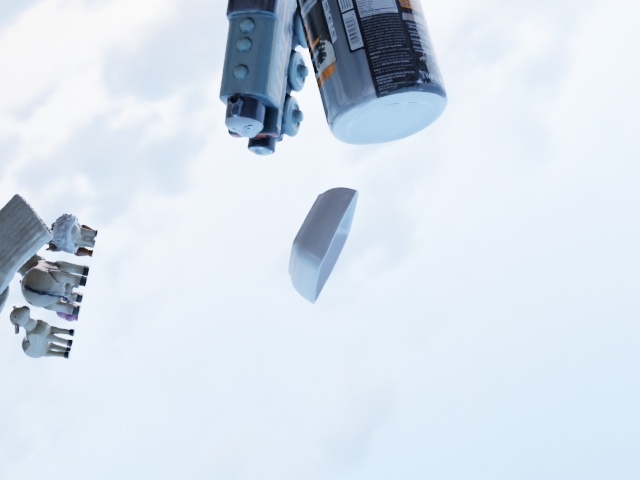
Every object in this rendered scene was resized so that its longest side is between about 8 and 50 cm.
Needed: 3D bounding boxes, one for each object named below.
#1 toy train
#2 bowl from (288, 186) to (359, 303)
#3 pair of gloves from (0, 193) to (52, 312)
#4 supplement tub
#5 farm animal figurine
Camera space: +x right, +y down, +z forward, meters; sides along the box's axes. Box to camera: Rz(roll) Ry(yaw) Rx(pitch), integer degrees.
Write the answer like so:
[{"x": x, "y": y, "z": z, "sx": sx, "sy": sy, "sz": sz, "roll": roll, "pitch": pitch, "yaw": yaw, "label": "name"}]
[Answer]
[{"x": -0.106, "y": -0.327, "z": 1.798, "sx": 0.142, "sy": 0.190, "sz": 0.334, "roll": 3, "pitch": -103, "yaw": 22, "label": "toy train"}, {"x": 0.000, "y": 0.000, "z": 1.361, "sx": 0.142, "sy": 0.053, "sz": 0.142, "roll": 101, "pitch": 15, "yaw": -60, "label": "bowl"}, {"x": -0.442, "y": 0.001, "z": 1.175, "sx": 0.240, "sy": 0.042, "sz": 0.204, "roll": 38, "pitch": -89, "yaw": 22, "label": "pair of gloves"}, {"x": 0.072, "y": -0.326, "z": 1.566, "sx": 0.193, "sy": 0.193, "sz": 0.316, "roll": -25, "pitch": -111, "yaw": 32, "label": "supplement tub"}, {"x": -0.625, "y": 0.107, "z": 2.263, "sx": 0.327, "sy": 0.172, "sz": 0.330, "roll": 163, "pitch": -61, "yaw": -75, "label": "farm animal figurine"}]
